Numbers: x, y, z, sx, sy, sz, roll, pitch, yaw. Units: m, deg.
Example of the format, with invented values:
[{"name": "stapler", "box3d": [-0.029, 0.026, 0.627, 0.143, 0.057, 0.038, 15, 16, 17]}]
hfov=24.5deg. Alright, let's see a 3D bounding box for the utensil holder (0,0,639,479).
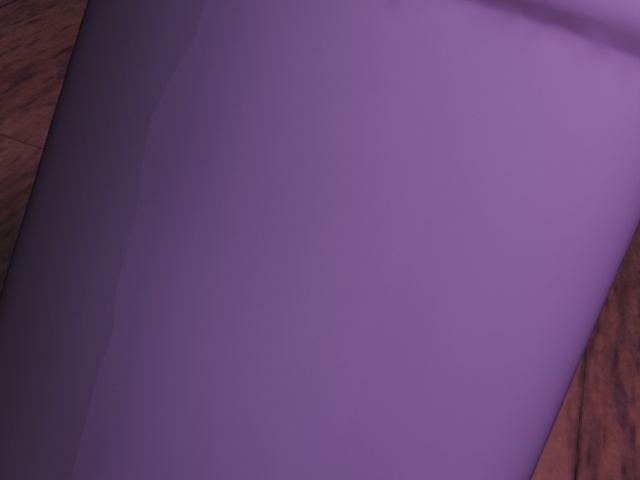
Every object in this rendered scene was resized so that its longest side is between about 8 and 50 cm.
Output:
[{"name": "utensil holder", "box3d": [0.000, 0.000, 0.806, 0.327, 0.385, 0.327, 18, 12, -4]}]
